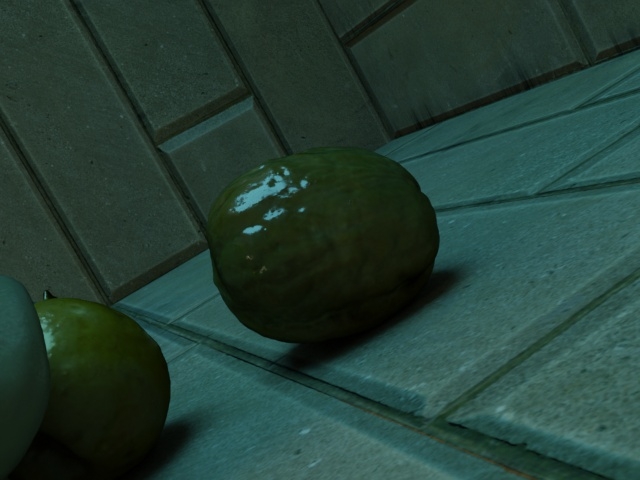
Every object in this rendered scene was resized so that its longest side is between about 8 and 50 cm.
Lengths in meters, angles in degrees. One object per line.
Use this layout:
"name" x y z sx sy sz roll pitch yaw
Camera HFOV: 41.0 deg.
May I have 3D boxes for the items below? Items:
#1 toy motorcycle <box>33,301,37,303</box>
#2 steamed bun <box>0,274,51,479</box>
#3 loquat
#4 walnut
"toy motorcycle" -0.595 0.241 1.764 0.191 0.200 0.326 -27 10 19
"steamed bun" -0.425 0.203 0.745 0.368 0.342 0.255 -39 -38 27
"loquat" -0.287 0.168 0.977 0.244 0.244 0.244 -29 7 4
"walnut" 0.000 0.000 1.039 0.283 0.283 0.227 -31 -33 -11
